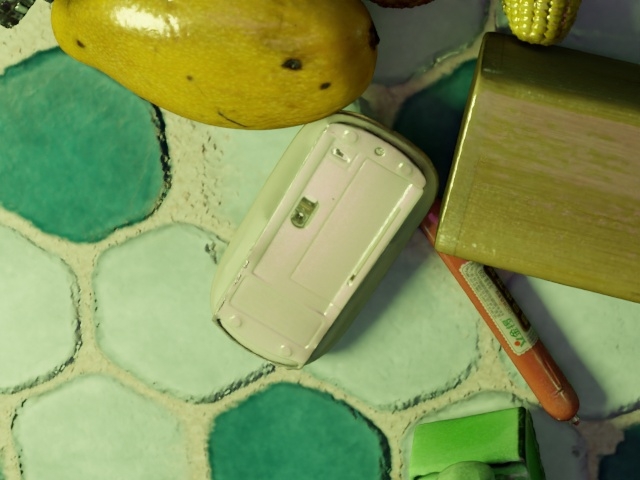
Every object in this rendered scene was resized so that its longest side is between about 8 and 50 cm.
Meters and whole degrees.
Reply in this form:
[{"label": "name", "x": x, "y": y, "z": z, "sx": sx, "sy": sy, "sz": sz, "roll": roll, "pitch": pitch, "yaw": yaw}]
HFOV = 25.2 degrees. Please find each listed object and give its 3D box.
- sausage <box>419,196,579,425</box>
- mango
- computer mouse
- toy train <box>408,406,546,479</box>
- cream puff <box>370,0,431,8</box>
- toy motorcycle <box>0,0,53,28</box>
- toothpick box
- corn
[{"label": "sausage", "x": 0.148, "y": 0.058, "z": 1.193, "sx": 0.034, "sy": 0.034, "sz": 0.253, "roll": -32, "pitch": 107, "yaw": 16}, {"label": "mango", "x": -0.085, "y": -0.150, "z": 1.076, "sx": 0.262, "sy": 0.109, "sz": 0.157, "roll": 4, "pitch": 153, "yaw": 10}, {"label": "computer mouse", "x": 0.000, "y": 0.000, "z": 1.165, "sx": 0.126, "sy": 0.056, "sz": 0.245, "roll": 29, "pitch": 121, "yaw": -4}, {"label": "toy train", "x": 0.144, "y": 0.272, "z": 1.196, "sx": 0.132, "sy": 0.188, "sz": 0.243, "roll": -11, "pitch": 110, "yaw": 14}, {"label": "cream puff", "x": 0.059, "y": -0.241, "z": 1.052, "sx": 0.149, "sy": 0.084, "sz": 0.149, "roll": 1, "pitch": 113, "yaw": 2}, {"label": "toy motorcycle", "x": -0.159, "y": -0.278, "z": 1.019, "sx": 0.106, "sy": 0.159, "sz": 0.270, "roll": 30, "pitch": 116, "yaw": -24}, {"label": "toothpick box", "x": 0.253, "y": -0.040, "z": 1.071, "sx": 0.308, "sy": 0.187, "sz": 0.190, "roll": 13, "pitch": 114, "yaw": 3}, {"label": "corn", "x": 0.166, "y": -0.246, "z": 1.048, "sx": 0.072, "sy": 0.072, "sz": 0.203, "roll": 1, "pitch": 113, "yaw": 4}]
